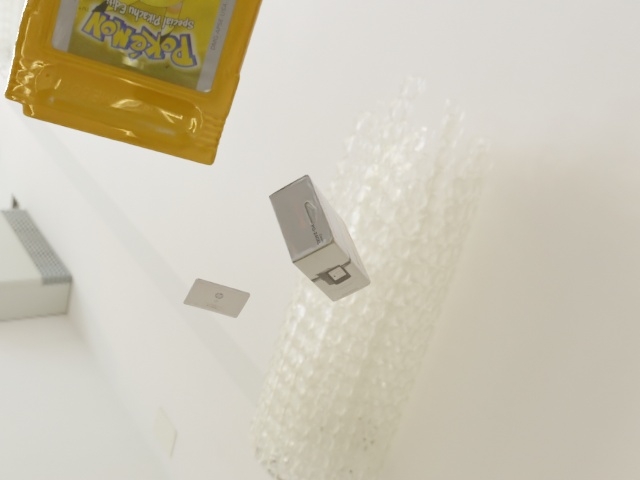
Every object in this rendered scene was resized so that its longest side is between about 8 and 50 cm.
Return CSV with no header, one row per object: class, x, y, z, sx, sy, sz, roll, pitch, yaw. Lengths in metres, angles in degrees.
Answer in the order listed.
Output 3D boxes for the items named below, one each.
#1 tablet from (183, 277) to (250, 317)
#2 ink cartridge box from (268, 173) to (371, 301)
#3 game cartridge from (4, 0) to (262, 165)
tablet,-0.147,0.083,1.081,0.083,0.054,0.006,18,-144,-22
ink cartridge box,0.000,0.000,0.995,0.150,0.063,0.109,48,-162,-58
game cartridge,-0.229,-0.285,0.984,0.285,0.324,0.052,13,-167,-22
